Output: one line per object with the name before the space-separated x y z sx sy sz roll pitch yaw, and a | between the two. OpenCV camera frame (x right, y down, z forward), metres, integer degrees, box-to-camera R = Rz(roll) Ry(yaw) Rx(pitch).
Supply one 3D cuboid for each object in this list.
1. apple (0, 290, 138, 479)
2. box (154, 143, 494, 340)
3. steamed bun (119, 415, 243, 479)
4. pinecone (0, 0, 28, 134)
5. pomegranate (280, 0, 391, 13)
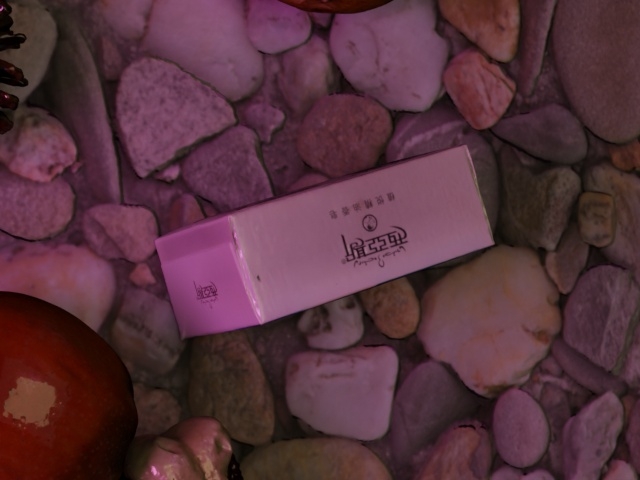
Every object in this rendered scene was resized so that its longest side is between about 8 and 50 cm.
apple | -0.272 0.160 1.295 0.230 0.230 0.229 3 82 -26
box | 0.001 0.002 1.467 0.274 0.203 0.116 -18 92 -28
steamed bun | -0.137 0.238 1.374 0.172 0.141 0.155 -11 133 -32
pinecone | -0.356 -0.150 1.338 0.179 0.150 0.195 44 64 -9
pomegranate | 0.010 -0.373 1.504 0.252 0.229 0.270 6 76 -27
